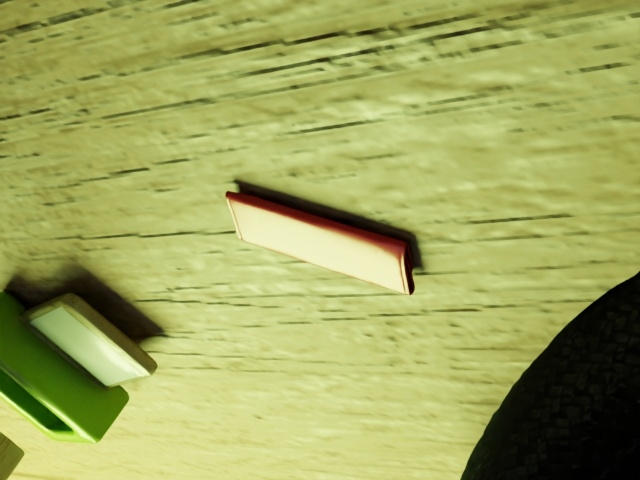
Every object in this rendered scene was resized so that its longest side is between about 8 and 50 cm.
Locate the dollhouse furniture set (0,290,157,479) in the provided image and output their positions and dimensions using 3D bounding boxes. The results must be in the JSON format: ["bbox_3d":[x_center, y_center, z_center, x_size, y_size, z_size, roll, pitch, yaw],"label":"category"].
[{"bbox_3d":[-0.236,0.130,0.767,0.197,0.301,0.151,42,152,-15],"label":"dollhouse furniture set"}]

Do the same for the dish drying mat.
[{"bbox_3d":[0.000,0.000,0.651,0.083,0.008,0.032,18,148,24],"label":"dish drying mat"}]

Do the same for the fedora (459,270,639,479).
[{"bbox_3d":[0.201,0.139,0.491,0.334,0.334,0.152,25,-176,11],"label":"fedora"}]
